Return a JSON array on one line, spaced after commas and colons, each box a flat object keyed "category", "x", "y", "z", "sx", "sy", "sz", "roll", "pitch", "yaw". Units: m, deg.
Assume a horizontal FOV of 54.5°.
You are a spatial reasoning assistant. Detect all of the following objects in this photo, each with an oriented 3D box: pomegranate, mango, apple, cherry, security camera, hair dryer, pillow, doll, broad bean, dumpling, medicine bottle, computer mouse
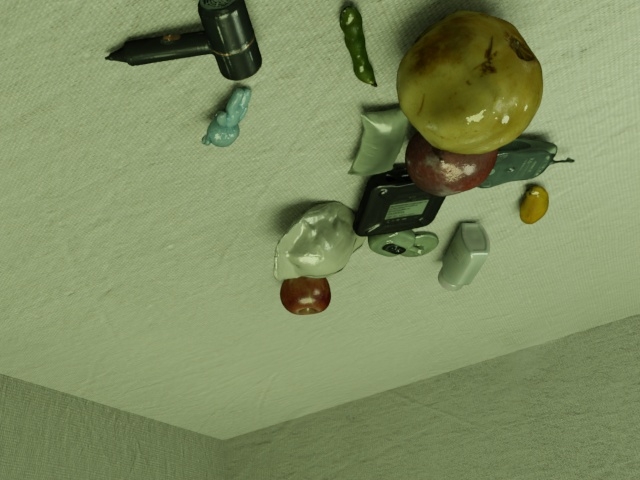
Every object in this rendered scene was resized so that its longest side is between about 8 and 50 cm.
[{"category": "pomegranate", "x": 0.341, "y": -0.358, "z": 1.446, "sx": 0.332, "sy": 0.333, "sz": 0.333, "roll": -6, "pitch": 147, "yaw": -4}, {"category": "mango", "x": 0.731, "y": -0.122, "z": 2.122, "sx": 0.098, "sy": 0.075, "sz": 0.190, "roll": -14, "pitch": 141, "yaw": -2}, {"category": "apple", "x": -0.055, "y": 0.190, "z": 2.342, "sx": 0.201, "sy": 0.162, "sz": 0.201, "roll": -4, "pitch": 158, "yaw": -2}, {"category": "cherry", "x": 0.358, "y": -0.231, "z": 1.701, "sx": 0.261, "sy": 0.307, "sz": 0.221, "roll": -24, "pitch": 100, "yaw": 22}, {"category": "security camera", "x": 0.308, "y": 0.017, "z": 2.235, "sx": 0.301, "sy": 0.080, "sz": 0.157, "roll": 18, "pitch": 138, "yaw": -39}, {"category": "hair dryer", "x": -0.320, "y": -0.441, "z": 1.369, "sx": 0.351, "sy": 0.107, "sz": 0.189, "roll": -6, "pitch": 145, "yaw": 6}, {"category": "pillow", "x": 0.162, "y": -0.274, "z": 1.743, "sx": 0.144, "sy": 0.078, "sz": 0.254, "roll": -3, "pitch": 147, "yaw": -10}, {"category": "doll", "x": -0.240, "y": -0.321, "z": 1.594, "sx": 0.120, "sy": 0.075, "sz": 0.180, "roll": -17, "pitch": 140, "yaw": -50}, {"category": "broad bean", "x": 0.089, "y": -0.457, "z": 1.474, "sx": 0.052, "sy": 0.052, "sz": 0.256, "roll": -47, "pitch": 148, "yaw": -11}, {"category": "dumpling", "x": 0.004, "y": -0.001, "z": 2.048, "sx": 0.340, "sy": 0.181, "sz": 0.260, "roll": -5, "pitch": 128, "yaw": -7}, {"category": "medicine bottle", "x": 0.523, "y": 0.071, "z": 2.285, "sx": 0.111, "sy": 0.161, "sz": 0.296, "roll": 0, "pitch": 145, "yaw": -10}, {"category": "computer mouse", "x": 0.605, "y": -0.248, "z": 1.888, "sx": 0.378, "sy": 0.090, "sz": 0.167, "roll": -5, "pitch": 148, "yaw": -17}]

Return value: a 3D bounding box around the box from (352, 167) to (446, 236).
[{"category": "box", "x": 0.262, "y": -0.120, "z": 1.982, "sx": 0.289, "sy": 0.073, "sz": 0.289, "roll": -9, "pitch": 147, "yaw": -18}]
